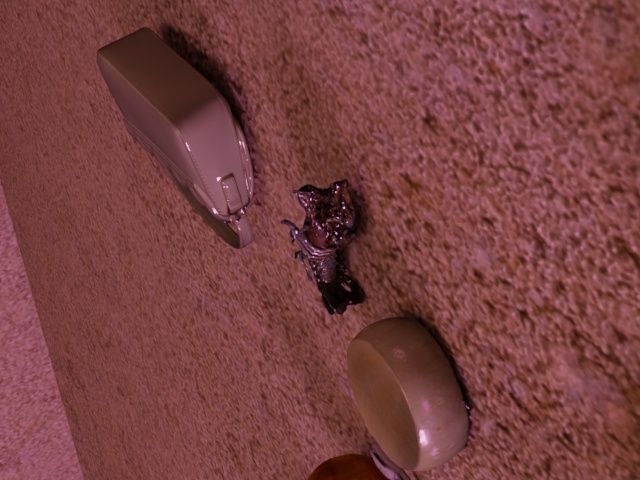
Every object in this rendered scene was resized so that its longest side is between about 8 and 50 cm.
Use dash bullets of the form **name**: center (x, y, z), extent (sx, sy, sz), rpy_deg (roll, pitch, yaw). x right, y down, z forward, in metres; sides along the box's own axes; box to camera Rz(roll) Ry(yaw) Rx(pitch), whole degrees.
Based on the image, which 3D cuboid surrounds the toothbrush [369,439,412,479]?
- **toothbrush**: center (0.126, 0.291, 1.465), extent (0.288, 0.024, 0.026), rpy_deg (47, 151, 42)

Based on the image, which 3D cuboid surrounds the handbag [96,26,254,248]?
- **handbag**: center (-0.148, -0.106, 1.686), extent (0.256, 0.079, 0.219), rpy_deg (44, 159, 47)

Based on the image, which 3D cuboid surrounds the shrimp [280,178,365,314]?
- **shrimp**: center (-0.003, -0.002, 1.423), extent (0.076, 0.082, 0.174), rpy_deg (46, 157, 36)

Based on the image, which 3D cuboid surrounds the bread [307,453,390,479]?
- **bread**: center (0.063, 0.338, 1.563), extent (0.245, 0.102, 0.094), rpy_deg (64, 165, 16)

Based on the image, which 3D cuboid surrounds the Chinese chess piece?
- **Chinese chess piece**: center (0.080, 0.140, 1.389), extent (0.144, 0.058, 0.144), rpy_deg (53, 155, 39)
